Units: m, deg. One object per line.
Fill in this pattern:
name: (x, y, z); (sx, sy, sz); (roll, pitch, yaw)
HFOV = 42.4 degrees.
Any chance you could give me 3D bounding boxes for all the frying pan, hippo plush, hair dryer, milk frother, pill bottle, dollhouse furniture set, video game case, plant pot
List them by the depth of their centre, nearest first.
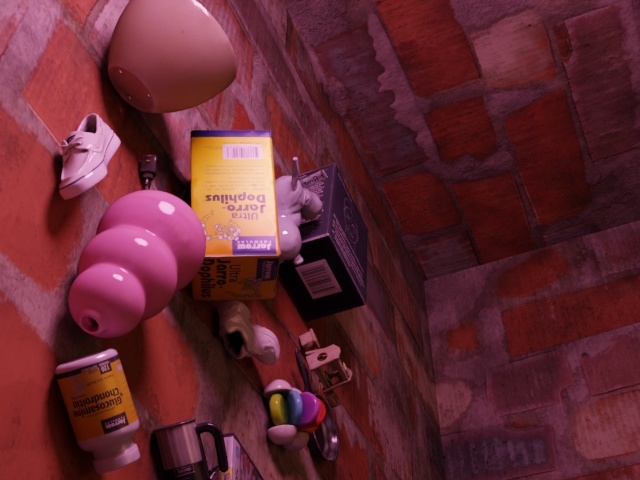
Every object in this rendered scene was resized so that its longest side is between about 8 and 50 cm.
pill bottle: (-0.355, 0.276, 1.337); (0.103, 0.103, 0.184); (-18, 90, -74)
milk frother: (-0.252, 0.414, 1.586); (0.143, 0.129, 0.134); (-31, -108, 62)
video game case: (-0.159, 0.574, 1.717); (0.275, 0.035, 0.248); (71, 12, -48)
plant pot: (-0.353, -0.389, 1.810); (0.191, 0.284, 0.284); (-53, 133, -26)
hair dryer: (-0.318, -0.035, 1.818); (0.223, 0.080, 0.293); (52, 26, -52)
hippo plush: (-0.090, -0.039, 2.263); (0.234, 0.294, 0.236); (23, 57, -41)
frying pan: (-0.024, 0.485, 2.303); (0.197, 0.053, 0.326); (-84, 150, -55)
dollhouse furniture set: (0.029, 0.368, 2.448); (0.161, 0.101, 0.182); (-113, 178, -54)

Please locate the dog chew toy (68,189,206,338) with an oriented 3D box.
dog chew toy: (-0.337, 0.050, 1.480); (0.206, 0.207, 0.332); (65, 26, -24)

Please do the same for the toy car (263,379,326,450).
toy car: (-0.059, 0.436, 2.085); (0.182, 0.136, 0.159); (48, 30, -55)

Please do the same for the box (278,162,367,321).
box: (0.000, 0.000, 2.588); (0.395, 0.212, 0.293); (-83, 151, -53)

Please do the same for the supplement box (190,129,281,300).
supplement box: (-0.203, -0.061, 1.909); (0.194, 0.195, 0.356); (100, -14, -55)

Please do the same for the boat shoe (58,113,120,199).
boat shoe: (-0.446, -0.161, 1.534); (0.084, 0.095, 0.258); (60, 10, -26)

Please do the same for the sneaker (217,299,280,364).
sneaker: (-0.182, 0.251, 1.993); (0.232, 0.090, 0.115); (48, 34, -36)
